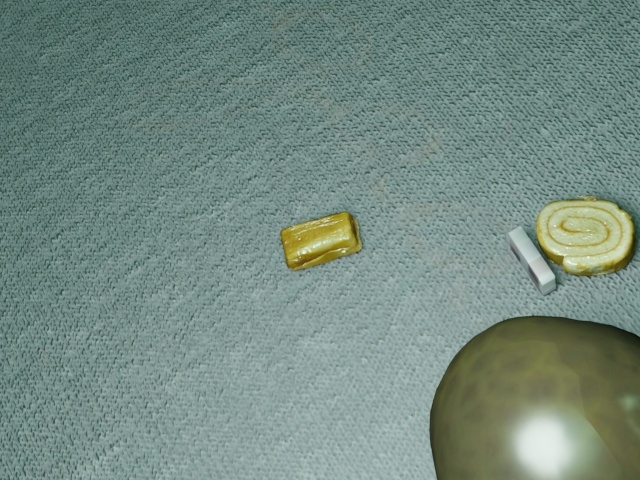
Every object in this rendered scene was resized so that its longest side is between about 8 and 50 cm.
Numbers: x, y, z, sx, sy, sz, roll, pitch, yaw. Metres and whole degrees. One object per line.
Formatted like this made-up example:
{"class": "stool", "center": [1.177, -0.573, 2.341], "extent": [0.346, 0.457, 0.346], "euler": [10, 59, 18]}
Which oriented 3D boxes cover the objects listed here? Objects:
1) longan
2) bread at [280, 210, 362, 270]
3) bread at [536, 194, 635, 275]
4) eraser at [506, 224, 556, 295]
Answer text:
{"class": "longan", "center": [0.316, 0.284, 1.556], "extent": [0.405, 0.336, 0.404], "euler": [-16, 70, 48]}
{"class": "bread", "center": [0.000, 0.000, 1.920], "extent": [0.132, 0.053, 0.074], "euler": [-18, 59, 7]}
{"class": "bread", "center": [0.406, -0.005, 1.801], "extent": [0.149, 0.073, 0.122], "euler": [-2, 68, 14]}
{"class": "eraser", "center": [0.325, 0.031, 1.811], "extent": [0.026, 0.065, 0.105], "euler": [-31, 61, 1]}
